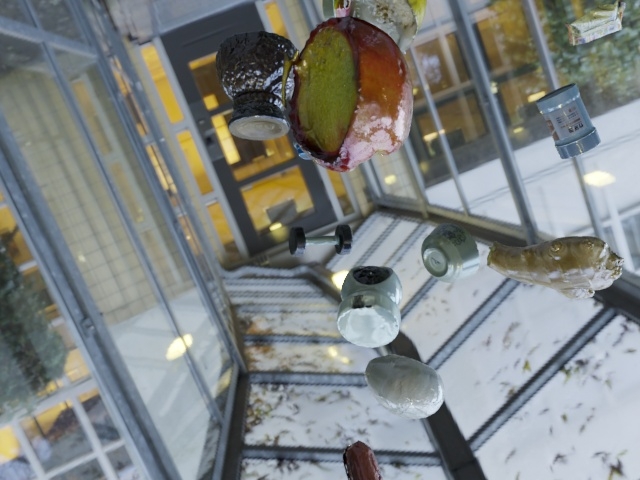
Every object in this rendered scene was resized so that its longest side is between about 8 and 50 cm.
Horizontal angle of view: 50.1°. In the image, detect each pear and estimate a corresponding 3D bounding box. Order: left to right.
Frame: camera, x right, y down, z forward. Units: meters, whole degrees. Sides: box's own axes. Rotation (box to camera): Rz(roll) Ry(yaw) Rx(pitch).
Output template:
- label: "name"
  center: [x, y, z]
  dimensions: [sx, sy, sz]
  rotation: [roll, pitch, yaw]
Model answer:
- label: "pear"
  center: [0.229, -0.692, 1.987]
  dimensions: [0.178, 0.267, 0.267]
  rotation: [-41, -162, -21]

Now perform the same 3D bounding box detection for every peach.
- label: "peach"
  center: [0.088, -0.378, 1.843]
  dimensions: [0.335, 0.406, 0.310]
  rotation: [-15, 168, 43]

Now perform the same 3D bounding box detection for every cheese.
- label: "cheese"
  center: [0.231, 0.393, 1.821]
  dimensions: [0.189, 0.198, 0.155]
  rotation: [-20, -136, 61]

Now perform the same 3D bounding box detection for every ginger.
- label: "ginger"
  center: [0.658, 0.064, 1.917]
  dimensions: [0.236, 0.166, 0.375]
  rotation: [18, 178, -27]

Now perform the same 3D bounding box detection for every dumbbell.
- label: "dumbbell"
  center: [0.000, 0.000, 2.172]
  dimensions: [0.191, 0.100, 0.100]
  rotation: [-3, -174, -16]

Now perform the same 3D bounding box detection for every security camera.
- label: "security camera"
  center: [0.153, 0.177, 2.053]
  dimensions: [0.194, 0.195, 0.236]
  rotation: [-16, -147, 24]

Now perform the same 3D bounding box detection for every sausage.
- label: "sausage"
  center: [0.097, 0.522, 1.533]
  dimensions: [0.076, 0.141, 0.076]
  rotation: [-14, 149, -9]

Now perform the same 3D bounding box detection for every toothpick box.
- label: "toothpick box"
  center: [0.591, -0.283, 1.633]
  dimensions: [0.101, 0.153, 0.101]
  rotation: [-28, -171, 5]

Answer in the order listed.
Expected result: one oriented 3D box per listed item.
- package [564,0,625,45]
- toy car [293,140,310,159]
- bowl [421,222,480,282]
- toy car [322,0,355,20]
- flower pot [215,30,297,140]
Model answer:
- label: "package"
  center: [0.589, -0.463, 1.464]
  dimensions: [0.120, 0.031, 0.108]
  rotation: [-20, 161, 20]
- label: "toy car"
  center: [0.014, -0.297, 2.217]
  dimensions: [0.191, 0.100, 0.097]
  rotation: [-11, 169, 14]
- label: "bowl"
  center: [0.419, 0.054, 2.299]
  dimensions: [0.112, 0.212, 0.211]
  rotation: [-24, -169, -37]
- label: "toy car"
  center: [0.062, -0.797, 2.187]
  dimensions: [0.145, 0.235, 0.235]
  rotation: [10, -153, 30]
- label: "flower pot"
  center: [-0.192, -0.468, 2.126]
  dimensions: [0.266, 0.267, 0.266]
  rotation: [-3, 168, -1]
